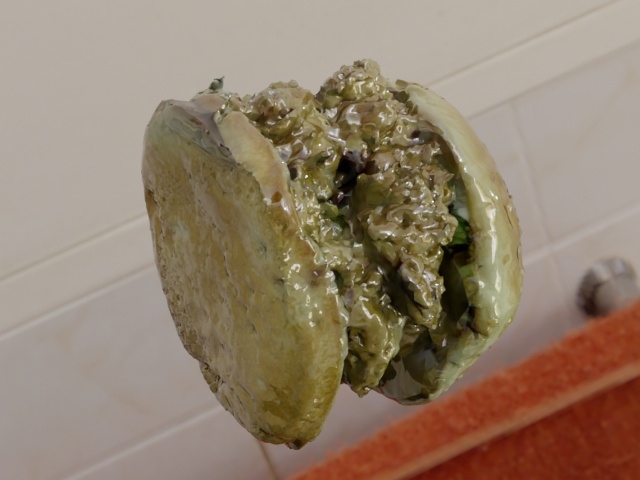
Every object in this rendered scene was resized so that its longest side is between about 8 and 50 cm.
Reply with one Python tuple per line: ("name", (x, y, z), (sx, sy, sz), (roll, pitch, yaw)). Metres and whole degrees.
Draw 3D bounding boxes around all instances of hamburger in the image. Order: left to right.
("hamburger", (0.000, 0.000, 0.628), (0.185, 0.131, 0.159), (42, -41, 43))
